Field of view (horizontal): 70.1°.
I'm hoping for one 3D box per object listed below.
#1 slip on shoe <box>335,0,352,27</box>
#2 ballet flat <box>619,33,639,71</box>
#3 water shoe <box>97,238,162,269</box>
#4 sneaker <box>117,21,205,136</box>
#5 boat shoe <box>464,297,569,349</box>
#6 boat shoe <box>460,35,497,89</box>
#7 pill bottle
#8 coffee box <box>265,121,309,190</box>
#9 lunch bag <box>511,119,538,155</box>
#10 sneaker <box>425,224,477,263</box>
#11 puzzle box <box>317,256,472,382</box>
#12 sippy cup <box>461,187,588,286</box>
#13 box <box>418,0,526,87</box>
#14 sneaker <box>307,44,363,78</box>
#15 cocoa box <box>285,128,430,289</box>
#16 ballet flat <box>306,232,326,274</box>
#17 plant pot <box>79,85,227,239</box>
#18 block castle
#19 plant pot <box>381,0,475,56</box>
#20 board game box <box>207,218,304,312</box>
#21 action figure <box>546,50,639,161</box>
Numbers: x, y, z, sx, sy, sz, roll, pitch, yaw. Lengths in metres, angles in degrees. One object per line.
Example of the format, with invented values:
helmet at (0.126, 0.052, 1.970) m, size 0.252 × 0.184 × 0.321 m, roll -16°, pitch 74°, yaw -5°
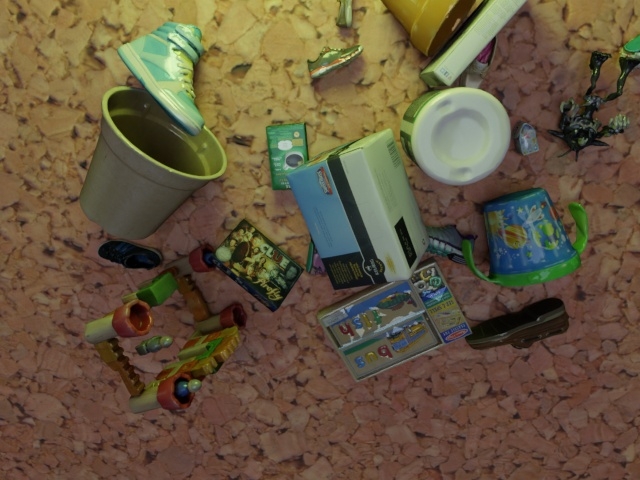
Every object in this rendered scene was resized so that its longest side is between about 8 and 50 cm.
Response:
slip on shoe at (0.062, -0.619, 1.167) m, size 0.041 × 0.051 × 0.135 m, roll 2°, pitch 115°, yaw 0°
ballet flat at (0.873, -0.514, 1.142) m, size 0.241 × 0.091 × 0.077 m, roll -29°, pitch 134°, yaw 16°
water shoe at (-0.594, 0.044, 1.399) m, size 0.203 × 0.080 × 0.072 m, roll 7°, pitch 107°, yaw 2°
sneaker at (-0.351, -0.432, 1.163) m, size 0.208 × 0.127 × 0.319 m, roll -39°, pitch 80°, yaw -6°
boat shoe at (0.600, 0.282, 1.381) m, size 0.307 × 0.110 × 0.104 m, roll -21°, pitch 104°, yaw 10°
boat shoe at (0.412, -0.458, 1.188) m, size 0.063 × 0.059 × 0.170 m, roll 14°, pitch 108°, yaw -1°
pill bottle at (0.300, -0.260, 1.099) m, size 0.204 × 0.361 × 0.204 m, roll 1°, pitch 108°, yaw 3°
coffee box at (-0.090, -0.237, 1.299) m, size 0.113 × 0.040 × 0.184 m, roll -4°, pitch 107°, yaw 6°
lunch bag at (0.547, -0.279, 1.230) m, size 0.053 × 0.071 × 0.083 m, roll -14°, pitch 108°, yaw 12°
sneaker at (0.344, -0.013, 1.340) m, size 0.224 × 0.083 × 0.098 m, roll 23°, pitch 72°, yaw 6°
puzzle box at (0.228, 0.257, 1.429) m, size 0.409 × 0.052 × 0.272 m, roll -28°, pitch 104°, yaw 11°
sippy cup at (0.554, -0.018, 1.244) m, size 0.240 × 0.305 × 0.224 m, roll -12°, pitch 98°, yaw 51°
box at (0.378, -0.509, 1.085) m, size 0.058 × 0.232 × 0.322 m, roll 41°, pitch 105°, yaw -10°
sneaker at (0.035, -0.489, 1.205) m, size 0.158 × 0.061 × 0.064 m, roll -22°, pitch 98°, yaw 10°
cocoa box at (0.109, -0.079, 1.207) m, size 0.228 × 0.231 × 0.347 m, roll -13°, pitch 108°, yaw 32°
ballet flat at (0.000, 0.000, 1.359) m, size 0.079 × 0.077 × 0.221 m, roll -3°, pitch 113°, yaw -14°
plant pot at (-0.475, -0.180, 1.221) m, size 0.334 × 0.334 × 0.305 m, roll 40°, pitch 117°, yaw -9°
block castle at (-0.372, 0.225, 1.250) m, size 0.213 × 0.453 × 0.303 m, roll -19°, pitch 104°, yaw 18°
plant pot at (0.251, -0.588, 1.098) m, size 0.188 × 0.205 × 0.205 m, roll 41°, pitch 106°, yaw 7°
board game box at (-0.184, 0.071, 1.343) m, size 0.243 × 0.165 × 0.042 m, roll 40°, pitch 142°, yaw -9°
action figure at (0.692, -0.329, 1.164) m, size 0.164 × 0.141 × 0.275 m, roll 19°, pitch 116°, yaw 16°
